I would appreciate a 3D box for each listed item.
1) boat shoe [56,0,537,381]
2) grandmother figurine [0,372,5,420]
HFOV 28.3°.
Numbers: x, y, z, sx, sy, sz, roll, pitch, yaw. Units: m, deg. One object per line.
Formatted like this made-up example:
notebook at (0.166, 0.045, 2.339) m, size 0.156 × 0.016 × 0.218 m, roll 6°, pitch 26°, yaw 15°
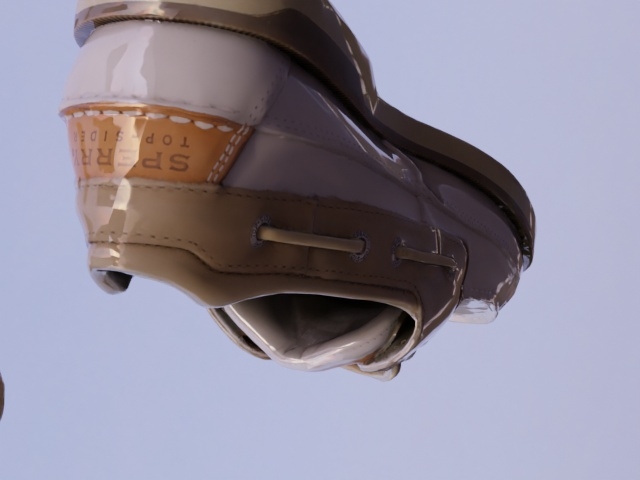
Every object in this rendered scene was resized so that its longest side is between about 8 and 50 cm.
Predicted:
boat shoe at (0.000, 0.000, 0.488) m, size 0.302 × 0.113 × 0.103 m, roll 30°, pitch -114°, yaw -57°
grandmother figurine at (-0.219, 0.066, 0.315) m, size 0.342 × 0.207 × 0.104 m, roll -13°, pitch -77°, yaw -81°
